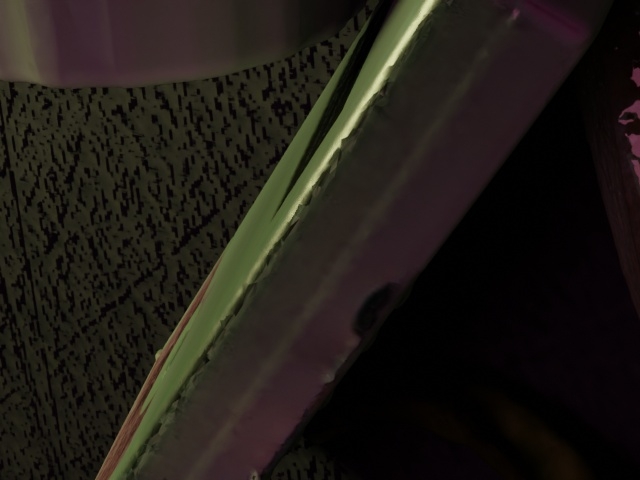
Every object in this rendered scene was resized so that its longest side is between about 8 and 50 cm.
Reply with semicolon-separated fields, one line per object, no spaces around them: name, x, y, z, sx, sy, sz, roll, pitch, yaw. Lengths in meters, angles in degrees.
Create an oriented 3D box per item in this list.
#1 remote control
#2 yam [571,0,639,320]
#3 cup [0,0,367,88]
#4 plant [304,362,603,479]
remote control;0.001;0.000;0.610;0.050;0.145;0.344;29;135;-5
yam;0.120;0.005;0.541;0.068;0.068;0.169;-19;94;48
cup;-0.059;-0.174;0.609;0.166;0.221;0.202;0;115;10
plant;0.088;0.155;0.577;0.251;0.180;0.333;-42;73;36
